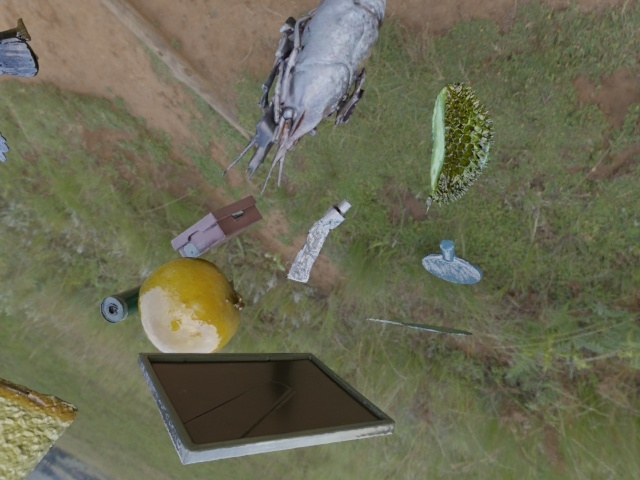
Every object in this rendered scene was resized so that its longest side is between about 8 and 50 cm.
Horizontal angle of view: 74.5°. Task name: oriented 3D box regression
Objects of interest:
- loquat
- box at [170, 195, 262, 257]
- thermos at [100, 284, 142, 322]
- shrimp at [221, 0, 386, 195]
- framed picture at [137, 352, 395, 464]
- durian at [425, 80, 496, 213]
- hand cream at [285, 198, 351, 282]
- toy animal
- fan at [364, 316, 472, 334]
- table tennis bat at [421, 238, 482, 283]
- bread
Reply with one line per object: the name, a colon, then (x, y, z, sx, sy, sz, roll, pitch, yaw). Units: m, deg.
loquat: (-0.333, 0.182, 1.118, 0.274, 0.275, 0.275, 24, 143, 19)
box: (-0.320, -0.036, 1.327, 0.215, 0.215, 0.086, -28, 95, 32)
thermos: (-0.518, 0.167, 1.185, 0.083, 0.187, 0.073, -14, 95, 16)
shrimp: (-0.022, -0.217, 0.579, 0.145, 0.343, 0.116, 26, 174, 41)
framed picture: (-0.078, 0.224, 0.618, 0.324, 0.020, 0.240, 11, -173, -38)
durian: (0.249, -0.153, 0.722, 0.095, 0.137, 0.221, 38, 136, 42)
hand cream: (-0.002, -0.002, 1.118, 0.050, 0.257, 0.084, 39, -170, 39)
toy animal: (-0.292, -0.154, 0.344, 0.220, 0.108, 0.062, 99, 150, -44)
fan: (0.160, 0.141, 0.698, 0.175, 0.005, 0.113, 5, 173, 16)
table tennis bat: (0.213, 0.038, 0.692, 0.100, 0.019, 0.155, 14, 161, 28)
bread: (-0.455, 0.284, 0.615, 0.152, 0.147, 0.127, -5, 127, 21)
